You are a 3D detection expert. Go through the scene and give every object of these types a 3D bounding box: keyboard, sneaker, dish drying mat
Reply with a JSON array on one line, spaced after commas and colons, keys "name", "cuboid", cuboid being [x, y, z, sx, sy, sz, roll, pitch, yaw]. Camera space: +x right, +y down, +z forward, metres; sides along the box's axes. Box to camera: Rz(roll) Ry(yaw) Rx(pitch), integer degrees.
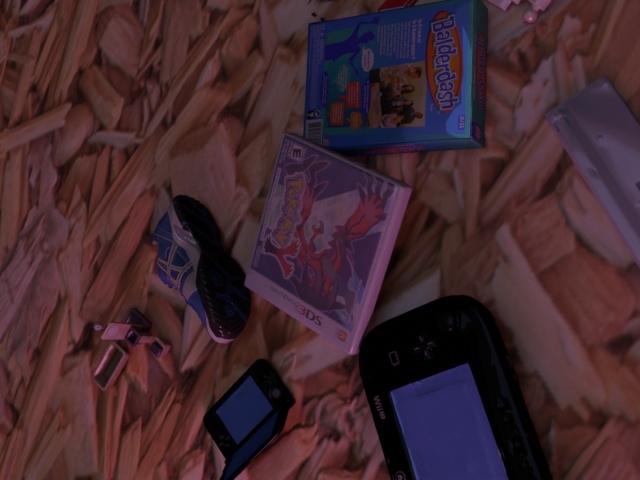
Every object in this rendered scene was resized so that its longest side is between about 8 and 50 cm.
[{"name": "keyboard", "cuboid": [0.312, -0.042, 0.734, 0.072, 0.014, 0.256, -31, 69, 17]}, {"name": "sneaker", "cuboid": [-0.154, 0.044, 0.955, 0.081, 0.080, 0.211, -42, 55, 25]}, {"name": "dish drying mat", "cuboid": [0.105, -0.296, 0.891, 0.083, 0.008, 0.032, -47, 63, 16]}]

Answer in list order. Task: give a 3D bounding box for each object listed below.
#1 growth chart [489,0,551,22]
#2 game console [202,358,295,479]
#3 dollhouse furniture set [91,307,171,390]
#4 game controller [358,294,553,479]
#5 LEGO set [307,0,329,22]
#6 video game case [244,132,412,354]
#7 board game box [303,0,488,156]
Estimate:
[{"name": "growth chart", "cuboid": [0.183, -0.348, 0.817, 0.237, 0.021, 0.172, 34, 116, 22]}, {"name": "game console", "cuboid": [-0.094, 0.216, 0.891, 0.122, 0.071, 0.107, -47, 64, 15]}, {"name": "dollhouse furniture set", "cuboid": [-0.273, 0.158, 0.996, 0.091, 0.081, 0.114, 37, 101, 29]}, {"name": "game controller", "cuboid": [0.141, 0.221, 0.759, 0.166, 0.067, 0.319, -25, 70, 25]}, {"name": "LEGO set", "cuboid": [0.005, -0.305, 0.946, 0.054, 0.023, 0.083, 17, 104, 33]}, {"name": "video game case", "cuboid": [0.000, 0.000, 0.861, 0.183, 0.023, 0.201, 29, 111, 35]}, {"name": "board game box", "cuboid": [0.082, -0.180, 0.862, 0.210, 0.047, 0.160, 0, 84, 31]}]
